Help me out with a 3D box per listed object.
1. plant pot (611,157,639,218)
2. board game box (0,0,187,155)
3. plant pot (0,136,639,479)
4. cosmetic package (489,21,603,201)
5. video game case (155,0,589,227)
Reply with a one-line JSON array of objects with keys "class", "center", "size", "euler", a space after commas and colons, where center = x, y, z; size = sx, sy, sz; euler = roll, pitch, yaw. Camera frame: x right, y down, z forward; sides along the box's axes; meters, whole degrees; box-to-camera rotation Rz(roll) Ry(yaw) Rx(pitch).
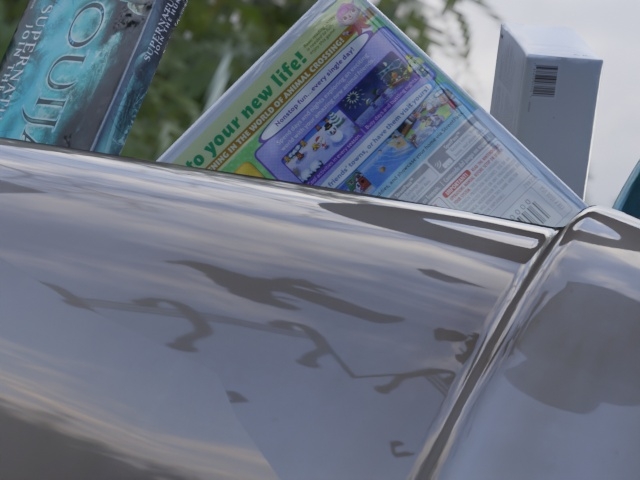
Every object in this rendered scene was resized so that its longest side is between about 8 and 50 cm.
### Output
[{"class": "plant pot", "center": [0.288, 0.036, 0.882], "size": [0.196, 0.293, 0.293], "euler": [37, -18, -25]}, {"class": "board game box", "center": [-0.163, -0.093, 1.235], "size": [0.126, 0.186, 0.026], "euler": [8, -20, 42]}, {"class": "plant pot", "center": [-0.047, 0.105, 0.618], "size": [0.280, 0.323, 0.323], "euler": [23, -15, 12]}, {"class": "cosmetic package", "center": [0.151, -0.028, 1.390], "size": [0.060, 0.239, 0.099], "euler": [3, 20, -9]}, {"class": "video game case", "center": [0.000, 0.000, 0.989], "size": [0.193, 0.212, 0.023], "euler": [46, 1, 24]}]
